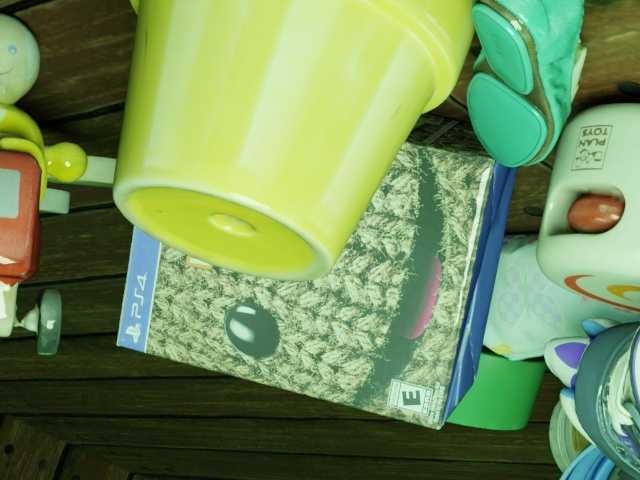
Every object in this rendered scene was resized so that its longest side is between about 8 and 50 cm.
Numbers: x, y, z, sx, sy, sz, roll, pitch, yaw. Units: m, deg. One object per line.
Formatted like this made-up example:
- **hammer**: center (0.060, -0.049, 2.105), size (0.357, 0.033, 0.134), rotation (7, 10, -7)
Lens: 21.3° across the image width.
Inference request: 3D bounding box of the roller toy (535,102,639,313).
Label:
- **roller toy**: center (0.271, -0.025, 1.314), size (0.191, 0.146, 0.209), rotation (12, 171, 12)

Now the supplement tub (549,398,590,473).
- **supplement tub**: center (0.363, 0.212, 1.890), size (0.144, 0.144, 0.199), rotation (27, 159, -24)

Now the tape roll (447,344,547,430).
- **tape roll**: center (0.074, 0.107, 1.779), size (0.321, 0.077, 0.321), rotation (16, -174, -2)

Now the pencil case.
- **pencil case**: center (0.261, 0.050, 1.570), size (0.113, 0.124, 0.273), rotation (-19, -169, -40)

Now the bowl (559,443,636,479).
- **bowl**: center (0.406, 0.333, 1.655), size (0.391, 0.077, 0.391), rotation (16, 119, 31)

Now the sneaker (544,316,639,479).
- **sneaker**: center (0.248, 0.116, 1.335), size (0.236, 0.130, 0.323), rotation (17, 167, 41)

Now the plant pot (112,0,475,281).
- **plant pot**: center (-0.033, -0.110, 1.216), size (0.254, 0.239, 0.254), rotation (16, 162, 5)

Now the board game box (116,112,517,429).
- **board game box**: center (0.000, 0.000, 1.444), size (0.291, 0.232, 0.141), rotation (13, -166, 14)

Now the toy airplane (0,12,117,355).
- **toy airplane**: center (-0.310, -0.083, 1.589), size (0.384, 0.272, 0.386), rotation (19, -160, 30)

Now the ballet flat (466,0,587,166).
- **ballet flat**: center (0.156, -0.130, 1.217), size (0.083, 0.087, 0.247), rotation (43, 169, 18)
